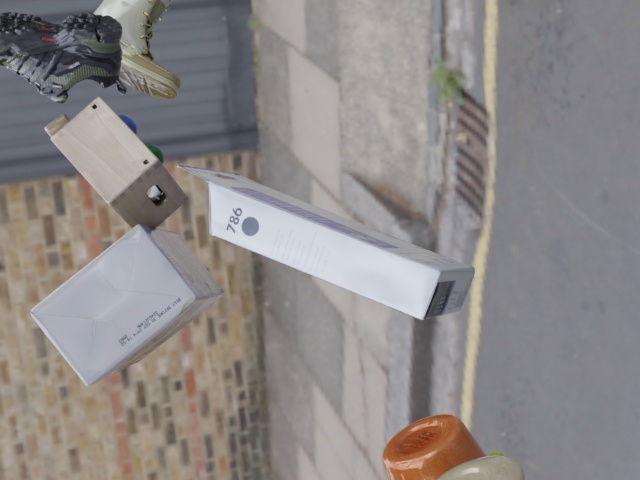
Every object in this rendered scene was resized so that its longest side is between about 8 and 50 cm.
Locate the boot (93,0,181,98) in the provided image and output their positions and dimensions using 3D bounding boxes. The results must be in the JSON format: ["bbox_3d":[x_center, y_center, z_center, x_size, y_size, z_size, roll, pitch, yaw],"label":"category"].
[{"bbox_3d":[-0.280,-0.331,1.738,0.213,0.165,0.077,29,161,16],"label":"boot"}]

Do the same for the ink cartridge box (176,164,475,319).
[{"bbox_3d":[0.000,0.000,1.242,0.165,0.332,0.065,0,-68,-68],"label":"ink cartridge box"}]

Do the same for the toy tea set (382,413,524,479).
[{"bbox_3d":[0.029,0.269,0.866,0.124,0.336,0.200,62,-176,-13],"label":"toy tea set"}]

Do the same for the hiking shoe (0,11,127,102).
[{"bbox_3d":[-0.361,-0.224,1.379,0.086,0.226,0.114,-83,-7,-59],"label":"hiking shoe"}]

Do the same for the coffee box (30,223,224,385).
[{"bbox_3d":[-0.237,0.078,1.401,0.119,0.168,0.297,51,179,2],"label":"coffee box"}]

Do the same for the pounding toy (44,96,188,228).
[{"bbox_3d":[-0.268,-0.110,1.410,0.206,0.094,0.181,46,174,22],"label":"pounding toy"}]
